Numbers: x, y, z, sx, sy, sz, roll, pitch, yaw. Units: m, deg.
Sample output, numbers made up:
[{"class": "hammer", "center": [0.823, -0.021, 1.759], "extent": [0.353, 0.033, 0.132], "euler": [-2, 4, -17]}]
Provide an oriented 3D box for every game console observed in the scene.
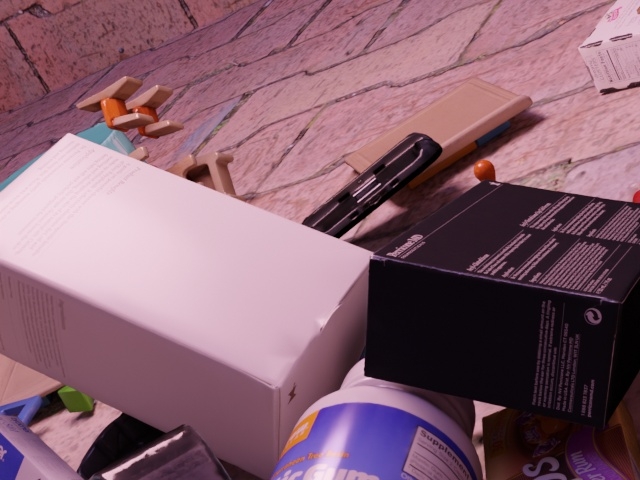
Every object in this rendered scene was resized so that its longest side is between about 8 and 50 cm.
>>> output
[{"class": "game console", "center": [0.000, 0.000, 1.501], "extent": [0.361, 0.044, 0.213], "euler": [-39, 21, 3]}]

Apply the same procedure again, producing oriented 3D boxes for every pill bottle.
[{"class": "pill bottle", "center": [0.032, 0.200, 0.905], "extent": [0.152, 0.152, 0.272], "euler": [-19, 24, 27]}]

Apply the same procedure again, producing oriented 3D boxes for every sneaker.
[{"class": "sneaker", "center": [-0.157, 0.195, 1.290], "extent": [0.267, 0.101, 0.106], "euler": [-43, 6, -37]}]

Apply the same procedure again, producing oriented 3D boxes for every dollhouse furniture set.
[{"class": "dollhouse furniture set", "center": [-0.228, -0.069, 1.783], "extent": [0.135, 0.262, 0.259], "euler": [-23, -12, 24]}]

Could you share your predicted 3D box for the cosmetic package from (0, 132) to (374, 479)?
[{"class": "cosmetic package", "center": [-0.148, 0.057, 1.226], "extent": [0.365, 0.155, 0.197], "euler": [24, 47, 20]}]

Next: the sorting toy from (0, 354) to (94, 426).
[{"class": "sorting toy", "center": [-0.339, 0.163, 1.647], "extent": [0.196, 0.047, 0.348], "euler": [-23, 22, 7]}]

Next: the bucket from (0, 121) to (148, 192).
[{"class": "bucket", "center": [-0.371, -0.045, 1.970], "extent": [0.281, 0.183, 0.281], "euler": [-28, 20, 11]}]

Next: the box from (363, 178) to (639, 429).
[{"class": "box", "center": [0.168, 0.037, 0.989], "extent": [0.184, 0.103, 0.261], "euler": [13, 20, 23]}]

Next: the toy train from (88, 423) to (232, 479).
[{"class": "toy train", "center": [-0.207, 0.263, 0.965], "extent": [0.334, 0.142, 0.190], "euler": [-25, -17, -33]}]

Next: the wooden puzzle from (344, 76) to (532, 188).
[{"class": "wooden puzzle", "center": [0.154, -0.136, 1.687], "extent": [0.221, 0.044, 0.239], "euler": [-32, 16, -4]}]

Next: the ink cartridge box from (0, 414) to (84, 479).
[{"class": "ink cartridge box", "center": [-0.271, 0.251, 1.191], "extent": [0.207, 0.046, 0.097], "euler": [29, 99, 44]}]

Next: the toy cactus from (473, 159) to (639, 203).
[{"class": "toy cactus", "center": [0.199, 0.008, 1.196], "extent": [0.218, 0.112, 0.180], "euler": [0, 41, 20]}]

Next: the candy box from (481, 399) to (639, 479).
[{"class": "candy box", "center": [0.176, 0.178, 0.906], "extent": [0.109, 0.053, 0.187], "euler": [-24, 20, 16]}]

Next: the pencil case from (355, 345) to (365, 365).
[{"class": "pencil case", "center": [0.078, 0.094, 1.212], "extent": [0.064, 0.070, 0.152], "euler": [19, 33, 6]}]

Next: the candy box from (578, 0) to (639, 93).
[{"class": "candy box", "center": [0.439, -0.266, 1.550], "extent": [0.196, 0.070, 0.165], "euler": [-9, 29, 42]}]
